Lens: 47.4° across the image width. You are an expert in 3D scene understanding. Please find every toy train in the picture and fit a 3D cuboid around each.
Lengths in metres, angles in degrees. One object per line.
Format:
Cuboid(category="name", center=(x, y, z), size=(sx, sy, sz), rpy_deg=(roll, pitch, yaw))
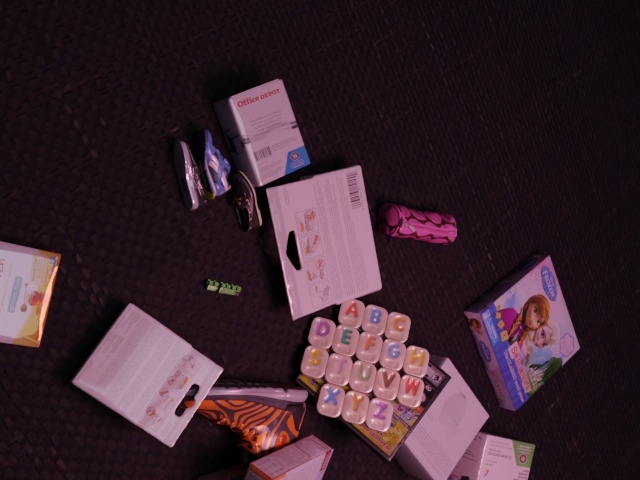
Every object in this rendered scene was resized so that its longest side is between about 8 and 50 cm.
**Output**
Cuboid(category="toy train", center=(-0.204, 0.100, 1.525), size=(0.083, 0.017, 0.024), rpy_deg=(15, 93, -34))

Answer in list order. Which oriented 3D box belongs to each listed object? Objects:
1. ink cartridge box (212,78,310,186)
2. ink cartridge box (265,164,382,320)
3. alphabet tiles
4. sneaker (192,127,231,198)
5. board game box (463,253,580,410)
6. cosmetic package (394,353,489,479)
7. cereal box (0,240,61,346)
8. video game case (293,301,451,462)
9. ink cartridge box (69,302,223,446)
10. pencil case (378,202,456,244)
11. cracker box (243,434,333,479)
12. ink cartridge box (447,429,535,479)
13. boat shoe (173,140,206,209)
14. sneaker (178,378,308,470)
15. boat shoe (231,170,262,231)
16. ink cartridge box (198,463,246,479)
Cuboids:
Cuboid(category="ink cartridge box", center=(-0.122, -0.224, 1.528), size=(0.139, 0.082, 0.191), rpy_deg=(-28, 106, -31))
Cuboid(category="ink cartridge box", center=(0.000, 0.000, 1.631), size=(0.261, 0.066, 0.296), rpy_deg=(-16, 100, -33))
Cuboid(category="alphabet tiles", center=(0.102, 0.275, 1.642), size=(0.284, 0.021, 0.278), rpy_deg=(17, 65, -3))
Cuboid(category="sneaker", center=(-0.220, -0.160, 1.484), size=(0.059, 0.053, 0.144), rpy_deg=(-20, 110, -34))
Cuboid(category="board game box", center=(0.570, 0.252, 2.033), size=(0.318, 0.066, 0.319), rpy_deg=(-34, 110, -29))
Cuboid(category="cosmetic package", center=(0.257, 0.432, 1.781), size=(0.225, 0.138, 0.224), rpy_deg=(-48, 116, -25))
Cuboid(category="cereal box", center=(-0.585, 0.080, 1.242), size=(0.240, 0.047, 0.173), rpy_deg=(15, 84, -34))
Cuboid(category="video game case", center=(0.120, 0.317, 1.660), size=(0.275, 0.035, 0.248), rpy_deg=(40, 66, 7))
Cuboid(category="ink cartridge box", center=(-0.328, 0.255, 1.385), size=(0.224, 0.056, 0.181), rpy_deg=(38, 70, -12))
Cuboid(category="pencil case", center=(0.242, -0.036, 1.777), size=(0.209, 0.098, 0.095), rpy_deg=(5, 89, -35))
Cuboid(category="cracker box", center=(-0.080, 0.508, 1.504), size=(0.232, 0.067, 0.156), rpy_deg=(0, 114, -58))
Cuboid(category="ink cartridge box", center=(0.434, 0.649, 1.924), size=(0.201, 0.117, 0.278), rpy_deg=(20, 81, -33))
Cuboid(category="boat shoe", center=(-0.261, -0.132, 1.461), size=(0.040, 0.049, 0.142), rpy_deg=(-21, 110, -38))
Cuboid(category="sneaker", center=(-0.165, 0.383, 1.497), size=(0.321, 0.124, 0.180), rpy_deg=(13, 83, -34))
Cuboid(category="boat shoe", center=(-0.160, -0.081, 1.522), size=(0.042, 0.049, 0.133), rpy_deg=(-32, 120, -34))
Cuboid(category="ink cartridge box", center=(-0.191, 0.576, 1.524), size=(0.104, 0.061, 0.181), rpy_deg=(-7, 96, -34))
